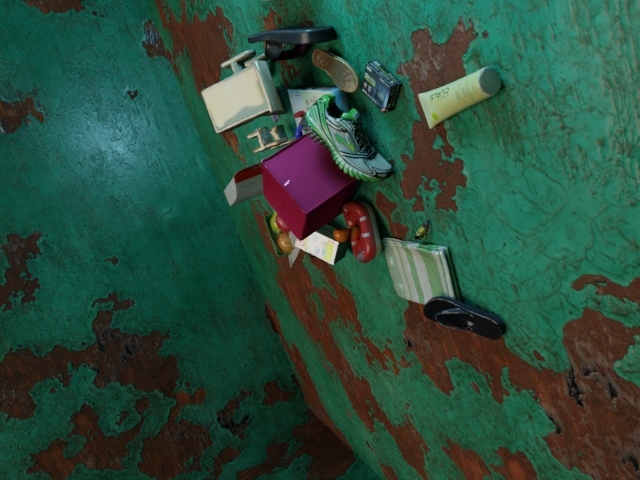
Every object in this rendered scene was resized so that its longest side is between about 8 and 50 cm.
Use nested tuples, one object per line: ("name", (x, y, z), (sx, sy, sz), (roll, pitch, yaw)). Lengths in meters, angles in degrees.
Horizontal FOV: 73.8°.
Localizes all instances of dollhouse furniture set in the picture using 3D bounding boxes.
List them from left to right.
("dollhouse furniture set", (-0.213, -0.543, 1.624), (0.257, 0.394, 0.361), (-13, 102, 28))

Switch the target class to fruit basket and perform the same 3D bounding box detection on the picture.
("fruit basket", (-0.159, -0.068, 2.133), (0.326, 0.166, 0.353), (69, 155, 18))

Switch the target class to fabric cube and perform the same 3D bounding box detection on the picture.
("fabric cube", (-0.045, -0.200, 1.560), (0.259, 0.254, 0.258), (51, 163, 13))

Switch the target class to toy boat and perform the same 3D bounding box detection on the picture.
("toy boat", (0.119, -0.031, 1.549), (0.151, 0.151, 0.230), (137, 125, -66))

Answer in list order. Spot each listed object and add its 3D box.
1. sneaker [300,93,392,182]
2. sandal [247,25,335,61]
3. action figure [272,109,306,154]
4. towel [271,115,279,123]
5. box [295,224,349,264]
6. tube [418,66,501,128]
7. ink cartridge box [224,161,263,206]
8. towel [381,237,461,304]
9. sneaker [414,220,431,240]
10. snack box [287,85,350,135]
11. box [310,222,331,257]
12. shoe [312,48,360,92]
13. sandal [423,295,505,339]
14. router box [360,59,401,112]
("sneaker", (0.093, -0.316, 1.337), (0.343, 0.134, 0.146), (43, 129, 4))
("sandal", (-0.117, -0.660, 1.445), (0.446, 0.168, 0.106), (34, 138, 50))
("action figure", (-0.104, -0.362, 1.624), (0.091, 0.139, 0.280), (53, 166, 12))
("towel", (-0.211, -0.573, 1.944), (0.060, 0.010, 0.083), (66, 157, -3))
("box", (0.007, 0.000, 1.798), (0.203, 0.103, 0.114), (26, 121, 24))
("tube", (0.310, -0.330, 0.993), (0.240, 0.062, 0.070), (5, 77, 70))
("ink cartridge box", (-0.253, -0.283, 1.940), (0.091, 0.308, 0.385), (67, 156, -3))
("towel", (0.328, 0.115, 1.420), (0.325, 0.038, 0.247), (11, 123, 63))
("sneaker", (0.313, -0.026, 1.312), (0.031, 0.035, 0.083), (51, 153, 29))
("snack box", (-0.002, -0.456, 1.538), (0.322, 0.060, 0.187), (31, 142, 53))
("box", (0.000, 0.000, 1.967), (0.180, 0.078, 0.147), (-3, 109, 66))
("shoe", (0.060, -0.539, 1.341), (0.219, 0.058, 0.076), (49, 133, 26))
("sandal", (0.409, 0.229, 1.260), (0.255, 0.055, 0.097), (9, 120, 48))
("router box", (0.170, -0.437, 1.211), (0.122, 0.038, 0.092), (53, 154, 27))
